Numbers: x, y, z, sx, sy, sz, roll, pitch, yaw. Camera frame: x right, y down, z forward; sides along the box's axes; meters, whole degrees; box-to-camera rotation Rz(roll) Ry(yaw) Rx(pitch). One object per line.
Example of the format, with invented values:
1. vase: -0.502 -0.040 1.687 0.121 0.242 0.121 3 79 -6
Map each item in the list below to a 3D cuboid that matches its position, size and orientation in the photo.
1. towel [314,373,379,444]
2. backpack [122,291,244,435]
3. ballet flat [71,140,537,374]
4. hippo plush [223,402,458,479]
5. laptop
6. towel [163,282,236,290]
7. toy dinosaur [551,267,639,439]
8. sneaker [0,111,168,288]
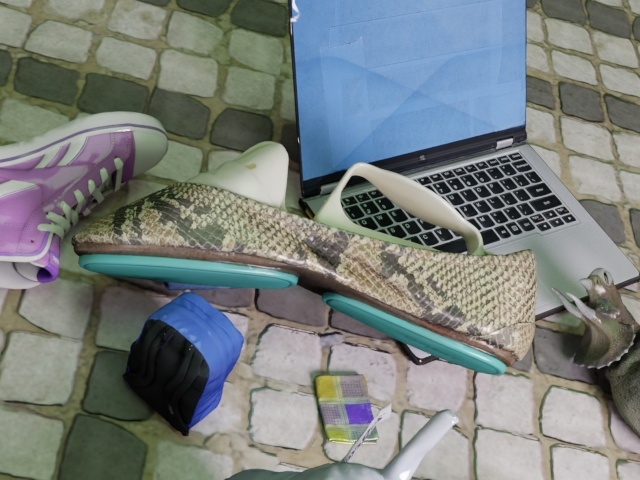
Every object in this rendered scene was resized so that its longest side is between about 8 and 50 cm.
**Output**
1. towel: 0.027 0.175 1.121 0.060 0.009 0.083 5 48 -18
2. backpack: -0.128 0.107 1.044 0.098 0.120 0.101 34 46 11
3. ballet flat: 0.000 0.000 1.106 0.483 0.164 0.182 15 79 -9
4. hippo plush: 0.000 0.313 0.890 0.294 0.234 0.236 -32 96 -23
5. laptop: 0.186 -0.121 1.295 0.382 0.236 0.408 -16 57 -32
6. towel: -0.120 0.026 1.184 0.119 0.029 0.067 -1 51 -24
7. toy dinosaur: 0.391 0.177 1.213 0.160 0.121 0.313 -16 61 -18
8. sneaker: -0.272 -0.032 1.137 0.282 0.102 0.161 -21 63 -22
